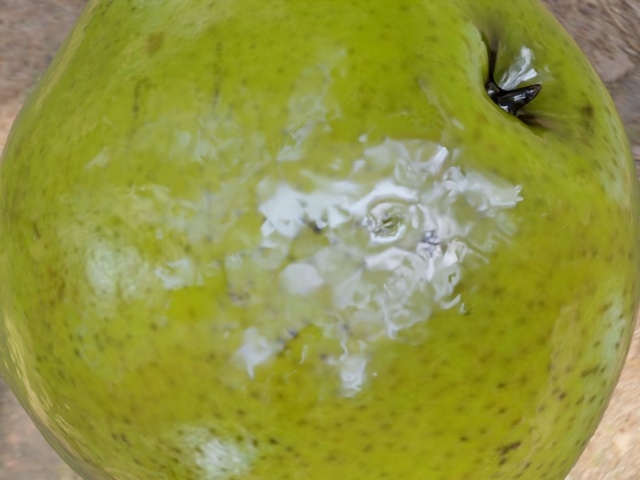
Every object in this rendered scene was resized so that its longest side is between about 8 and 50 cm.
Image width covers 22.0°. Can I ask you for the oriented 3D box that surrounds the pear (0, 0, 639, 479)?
[{"bbox_3d":[0.000,0.000,0.704,0.294,0.294,0.294,0,91,19],"label":"pear"}]
